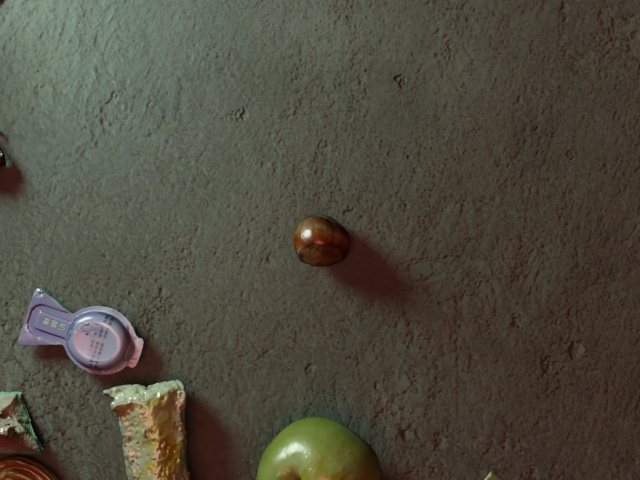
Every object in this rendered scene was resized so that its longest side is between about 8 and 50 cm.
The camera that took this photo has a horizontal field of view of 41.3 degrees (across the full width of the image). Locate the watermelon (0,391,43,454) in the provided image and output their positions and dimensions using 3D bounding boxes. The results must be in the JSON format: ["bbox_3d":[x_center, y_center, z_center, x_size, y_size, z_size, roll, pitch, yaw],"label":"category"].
[{"bbox_3d":[-0.512,0.278,1.304,0.155,0.080,0.101,-8,62,8],"label":"watermelon"}]

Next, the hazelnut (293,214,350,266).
[{"bbox_3d":[0.000,0.000,1.283,0.086,0.086,0.086,0,92,2],"label":"hazelnut"}]

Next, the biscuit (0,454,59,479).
[{"bbox_3d":[-0.528,0.412,1.331,0.288,0.044,0.202,34,93,-1],"label":"biscuit"}]

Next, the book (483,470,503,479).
[{"bbox_3d":[0.272,0.484,1.318,0.168,0.013,0.192,37,93,0],"label":"book"}]

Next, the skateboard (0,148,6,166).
[{"bbox_3d":[-0.560,-0.138,1.307,0.151,0.067,0.080,1,82,-4],"label":"skateboard"}]

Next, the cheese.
[{"bbox_3d":[-0.367,0.145,1.313,0.190,0.042,0.105,20,92,2],"label":"cheese"}]

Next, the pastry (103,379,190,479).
[{"bbox_3d":[-0.243,0.338,1.293,0.121,0.089,0.259,-12,93,-1],"label":"pastry"}]

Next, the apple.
[{"bbox_3d":[-0.002,0.352,1.235,0.200,0.200,0.200,0,92,2],"label":"apple"}]
